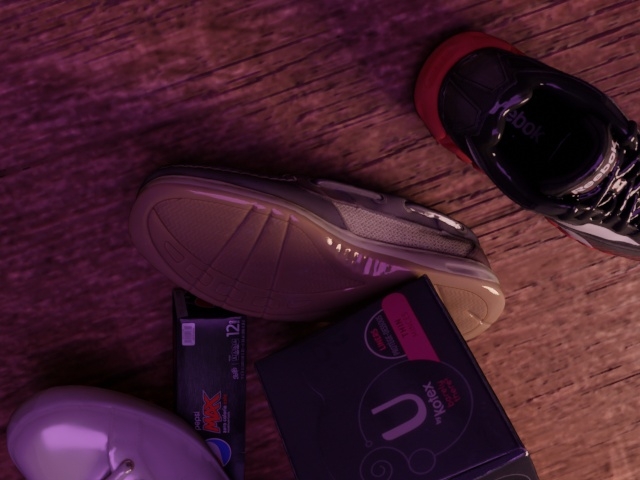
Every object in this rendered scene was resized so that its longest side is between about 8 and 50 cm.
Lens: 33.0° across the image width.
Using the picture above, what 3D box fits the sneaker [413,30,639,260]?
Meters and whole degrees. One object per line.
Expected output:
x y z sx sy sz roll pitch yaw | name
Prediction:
0.196 -0.048 0.784 0.276 0.135 0.098 30 101 -21 | sneaker

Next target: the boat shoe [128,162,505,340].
0.000 0.000 0.789 0.285 0.092 0.103 14 130 -18 | boat shoe

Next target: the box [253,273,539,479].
0.080 0.185 0.788 0.143 0.165 0.270 -27 137 1 | box

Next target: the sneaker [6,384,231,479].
-0.099 0.214 0.769 0.290 0.123 0.106 41 101 -20 | sneaker

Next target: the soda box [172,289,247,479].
-0.086 0.124 0.836 0.053 0.060 0.169 -1 110 -11 | soda box
